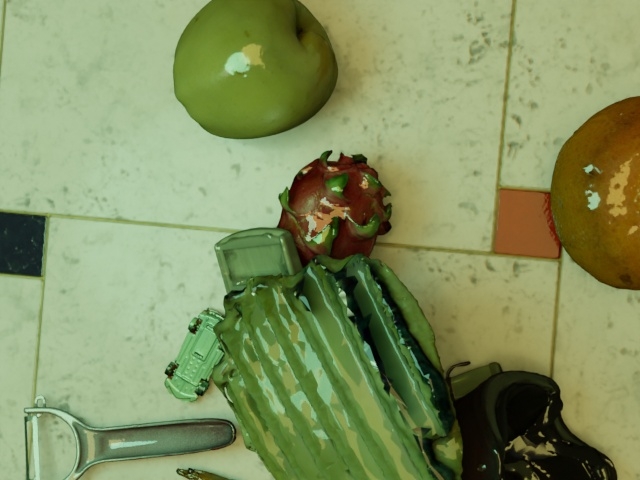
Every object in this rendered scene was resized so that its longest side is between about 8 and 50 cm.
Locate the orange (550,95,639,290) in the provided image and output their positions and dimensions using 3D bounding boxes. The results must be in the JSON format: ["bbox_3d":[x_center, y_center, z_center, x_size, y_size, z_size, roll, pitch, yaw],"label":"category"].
[{"bbox_3d":[0.370,-0.054,1.416,0.224,0.170,0.224,-1,94,-13],"label":"orange"}]

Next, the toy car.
[{"bbox_3d":[-0.153,0.148,1.564,0.059,0.035,0.122,30,103,7],"label":"toy car"}]

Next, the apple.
[{"bbox_3d":[-0.078,-0.213,1.477,0.200,0.200,0.200,0,91,9],"label":"apple"}]

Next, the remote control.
[{"bbox_3d":[-0.044,0.121,1.492,0.123,0.038,0.285,-9,103,40],"label":"remote control"}]

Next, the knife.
[{"bbox_3d":[-0.240,0.247,1.569,0.278,0.053,0.123,-6,84,7],"label":"knife"}]

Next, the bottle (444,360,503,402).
[{"bbox_3d":[0.177,0.182,1.511,0.101,0.047,0.063,-17,52,13],"label":"bottle"}]

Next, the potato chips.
[{"bbox_3d":[0.031,0.221,1.400,0.358,0.070,0.429,-40,77,46],"label":"potato chips"}]

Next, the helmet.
[{"bbox_3d":[0.222,0.311,1.425,0.177,0.225,0.305,-28,89,34],"label":"helmet"}]

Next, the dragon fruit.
[{"bbox_3d":[-0.003,-0.002,1.498,0.137,0.135,0.236,41,119,15],"label":"dragon fruit"}]

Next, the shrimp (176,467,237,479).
[{"bbox_3d":[-0.136,0.336,1.567,0.127,0.025,0.091,30,96,4],"label":"shrimp"}]
